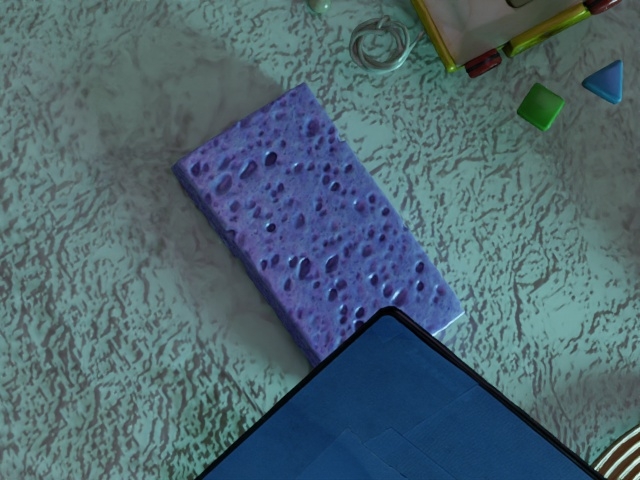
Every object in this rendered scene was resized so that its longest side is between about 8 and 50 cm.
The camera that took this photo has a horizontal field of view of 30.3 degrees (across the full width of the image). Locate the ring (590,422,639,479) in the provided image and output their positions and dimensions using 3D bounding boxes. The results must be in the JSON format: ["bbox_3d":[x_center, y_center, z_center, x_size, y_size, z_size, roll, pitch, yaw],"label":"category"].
[{"bbox_3d":[0.312,0.292,0.897,0.337,0.032,0.336,4,77,-18],"label":"ring"}]

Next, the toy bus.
[{"bbox_3d":[0.147,-0.190,0.906,0.202,0.104,0.190,19,94,6],"label":"toy bus"}]

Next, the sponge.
[{"bbox_3d":[0.000,0.000,0.857,0.117,0.031,0.210,-36,91,-21],"label":"sponge"}]

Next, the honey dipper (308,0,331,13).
[{"bbox_3d":[-0.049,-0.235,0.893,0.161,0.030,0.030,45,69,-7],"label":"honey dipper"}]

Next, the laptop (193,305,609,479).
[{"bbox_3d":[0.030,0.326,0.687,0.382,0.236,0.408,40,69,-6],"label":"laptop"}]
